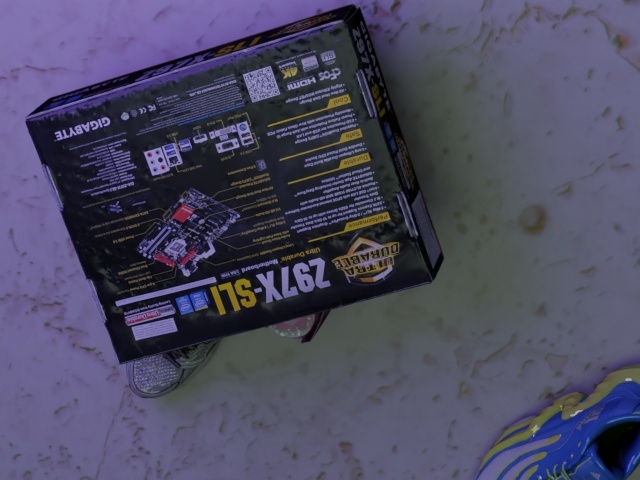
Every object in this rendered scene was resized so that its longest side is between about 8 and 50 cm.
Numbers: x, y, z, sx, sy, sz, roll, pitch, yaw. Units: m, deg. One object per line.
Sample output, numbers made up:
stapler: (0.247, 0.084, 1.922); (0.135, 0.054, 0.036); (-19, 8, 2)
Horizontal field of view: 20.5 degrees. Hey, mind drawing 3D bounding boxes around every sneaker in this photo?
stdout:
sneaker: (-0.131, 0.073, 1.791); (0.088, 0.093, 0.225); (36, 112, 0)
sneaker: (0.239, 0.213, 1.736); (0.240, 0.126, 0.091); (-42, 95, 20)

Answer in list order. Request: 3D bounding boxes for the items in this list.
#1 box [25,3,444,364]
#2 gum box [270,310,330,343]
box: (-0.079, -0.048, 1.631); (0.322, 0.079, 0.257); (-16, 106, 15)
gum box: (0.000, 0.000, 1.731); (0.062, 0.107, 0.188); (21, 111, 5)
